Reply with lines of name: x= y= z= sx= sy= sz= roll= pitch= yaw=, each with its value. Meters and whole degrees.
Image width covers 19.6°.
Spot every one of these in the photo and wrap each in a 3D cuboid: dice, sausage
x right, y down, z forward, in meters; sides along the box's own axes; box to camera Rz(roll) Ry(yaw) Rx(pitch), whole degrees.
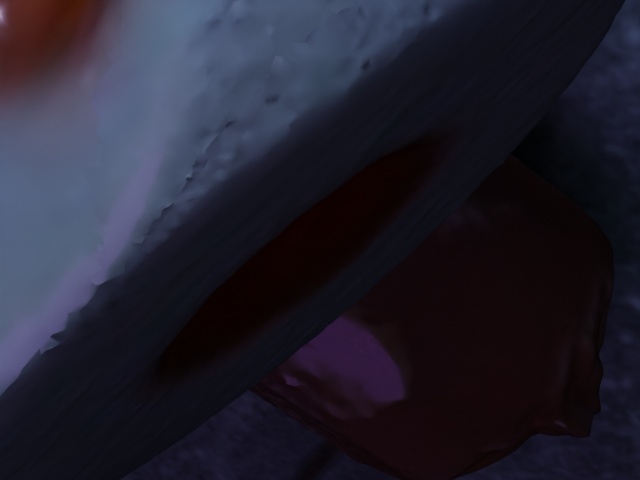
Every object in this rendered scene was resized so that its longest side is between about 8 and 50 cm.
dice: x=-0.083 y=-0.085 z=0.542 sx=0.251 sy=0.243 sz=0.259 roll=50 pitch=116 yaw=13
sausage: x=0.000 y=0.000 z=0.729 sx=0.254 sy=0.148 sz=0.148 roll=28 pitch=140 yaw=8
